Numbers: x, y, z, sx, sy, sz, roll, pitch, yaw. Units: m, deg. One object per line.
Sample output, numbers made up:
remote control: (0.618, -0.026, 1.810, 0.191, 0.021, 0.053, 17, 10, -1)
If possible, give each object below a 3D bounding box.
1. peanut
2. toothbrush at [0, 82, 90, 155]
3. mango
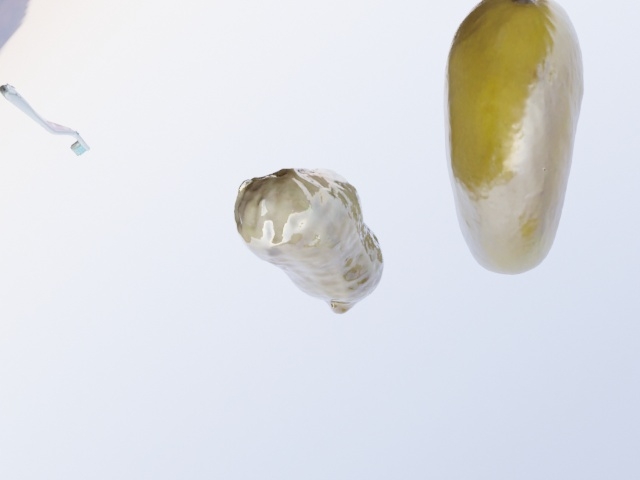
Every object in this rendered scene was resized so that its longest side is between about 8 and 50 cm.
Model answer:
peanut: (0.000, 0.000, 0.769, 0.099, 0.214, 0.100, -10, -121, 18)
toothbrush: (-0.278, -0.122, 0.946, 0.022, 0.017, 0.204, -44, 168, -3)
mango: (0.199, -0.098, 0.964, 0.142, 0.332, 0.195, 1, -152, 13)
